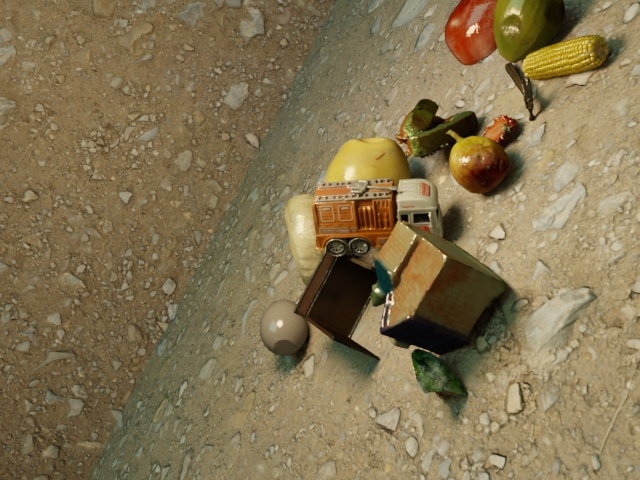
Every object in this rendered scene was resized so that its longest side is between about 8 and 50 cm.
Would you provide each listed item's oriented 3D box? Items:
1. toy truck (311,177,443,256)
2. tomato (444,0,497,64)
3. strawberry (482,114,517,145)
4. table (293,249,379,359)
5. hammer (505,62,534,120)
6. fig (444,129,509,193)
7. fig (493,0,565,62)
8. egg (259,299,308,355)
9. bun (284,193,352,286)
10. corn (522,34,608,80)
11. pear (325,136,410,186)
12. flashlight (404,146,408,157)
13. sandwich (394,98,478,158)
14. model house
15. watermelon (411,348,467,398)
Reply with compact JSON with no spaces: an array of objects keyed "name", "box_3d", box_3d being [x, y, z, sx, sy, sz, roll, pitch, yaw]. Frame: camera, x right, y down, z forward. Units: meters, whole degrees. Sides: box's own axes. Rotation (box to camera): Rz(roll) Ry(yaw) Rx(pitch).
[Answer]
[{"name":"toy truck","box_3d":[0.170,-0.082,1.716,0.388,0.207,0.173,-2,35,12]},{"name":"tomato","box_3d":[0.560,-0.802,2.030,0.338,0.144,0.338,-41,31,31]},{"name":"strawberry","box_3d":[0.531,-0.318,1.699,0.152,0.048,0.104,179,111,-77]},{"name":"table","box_3d":[0.098,0.190,1.784,0.250,0.196,0.282,-61,26,-3]},{"name":"hammer","box_3d":[0.595,-0.469,1.714,0.027,0.125,0.297,-11,34,13]},{"name":"fig","box_3d":[0.429,-0.248,1.654,0.159,0.159,0.257,-49,43,22]},{"name":"fig","box_3d":[0.620,-0.657,1.711,0.207,0.207,0.230,20,100,64]},{"name":"egg","box_3d":[-0.134,0.314,2.094,0.176,0.176,0.232,-49,19,22]},{"name":"bun","box_3d":[0.000,0.000,2.040,0.219,0.365,0.365,-15,32,-3]},{"name":"corn","box_3d":[0.670,-0.502,1.580,0.244,0.093,0.093,8,71,63]},{"name":"pear","box_3d":[0.163,-0.203,1.933,0.309,0.309,0.309,-42,32,33]},{"name":"flashlight","box_3d":[0.323,-0.328,2.107,0.083,0.018,0.018,-56,28,11]},{"name":"sandwich","box_3d":[0.350,-0.385,1.885,0.250,0.162,0.301,-23,15,-11]},{"name":"model house","box_3d":[0.268,0.138,1.505,0.280,0.245,0.312,-63,25,13]},{"name":"watermelon","box_3d":[0.267,0.331,1.403,0.155,0.101,0.080,67,149,24]}]
